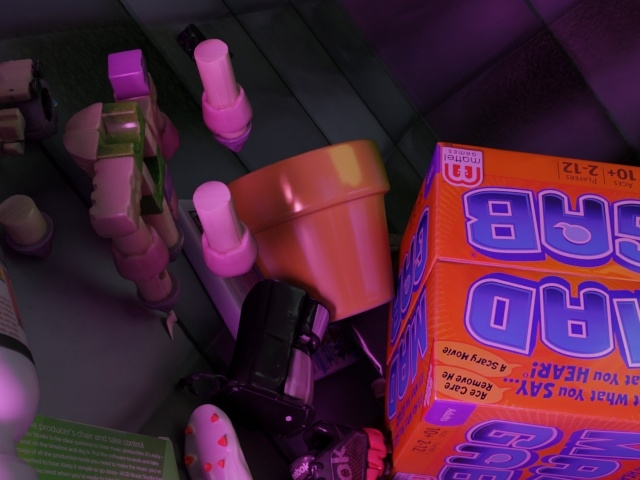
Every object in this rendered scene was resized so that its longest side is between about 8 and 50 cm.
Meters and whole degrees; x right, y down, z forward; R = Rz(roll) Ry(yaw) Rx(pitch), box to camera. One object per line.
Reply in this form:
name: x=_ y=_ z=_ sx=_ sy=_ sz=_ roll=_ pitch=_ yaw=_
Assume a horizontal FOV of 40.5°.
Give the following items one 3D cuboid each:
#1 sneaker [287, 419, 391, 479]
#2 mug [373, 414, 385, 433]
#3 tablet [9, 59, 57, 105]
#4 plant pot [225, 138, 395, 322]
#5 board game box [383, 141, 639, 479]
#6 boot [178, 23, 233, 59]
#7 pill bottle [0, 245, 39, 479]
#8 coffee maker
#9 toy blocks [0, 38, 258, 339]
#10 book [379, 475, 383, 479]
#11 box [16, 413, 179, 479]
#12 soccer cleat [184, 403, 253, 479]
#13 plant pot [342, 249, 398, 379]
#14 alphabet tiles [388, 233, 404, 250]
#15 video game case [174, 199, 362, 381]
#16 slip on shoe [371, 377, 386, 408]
sneaker: x=0.013 y=0.344 z=1.108 sx=0.135 sy=0.097 sz=0.276 roll=29 pitch=40 yaw=-18
mug: x=0.186 y=0.310 z=1.401 sx=0.113 sy=0.169 sz=0.150 roll=46 pitch=23 yaw=-22
tablet: x=-0.398 y=-0.206 z=1.178 sx=0.083 sy=0.006 sz=0.054 roll=46 pitch=24 yaw=-19
plant pot: x=0.000 y=0.000 z=1.308 sx=0.254 sy=0.254 sz=0.239 roll=-12 pitch=83 yaw=-66
board game box: x=0.293 y=0.128 z=1.193 sx=0.356 sy=0.356 sz=0.357 roll=101 pitch=-5 yaw=-60
boot: x=-0.230 y=-0.387 z=1.734 sx=0.099 sy=0.045 sz=0.121 roll=49 pitch=24 yaw=-8
pill bottle: x=-0.332 y=0.071 z=0.643 sx=0.210 sy=0.210 sz=0.363 roll=17 pitch=43 yaw=-57
coffee maker: x=-0.074 y=0.142 z=1.139 sx=0.171 sy=0.120 sz=0.178 roll=40 pitch=39 yaw=-29
toy blocks: x=-0.232 y=-0.058 z=1.094 sx=0.260 sy=0.308 sz=0.289 roll=80 pitch=4 yaw=-57
book: x=0.080 y=0.377 z=1.283 sx=0.096 sy=0.035 sz=0.144 roll=62 pitch=21 yaw=8
box: x=-0.200 y=0.315 z=0.768 sx=0.232 sy=0.058 sz=0.322 roll=28 pitch=35 yaw=-48
soccer cleat: x=-0.105 y=0.285 z=1.001 sx=0.196 sy=0.068 sz=0.076 roll=67 pitch=10 yaw=25
plant pot: x=0.129 y=0.114 z=1.491 sx=0.188 sy=0.167 sz=0.187 roll=56 pitch=3 yaw=10
alphabet tiles: x=0.066 y=0.003 z=1.584 sx=0.237 sy=0.198 sz=0.009 roll=-33 pitch=127 yaw=-74
video game case: x=-0.082 y=0.077 z=1.376 sx=0.329 sy=0.036 sz=0.300 roll=58 pitch=22 yaw=11
slip on shoe: x=0.142 y=0.288 z=1.501 sx=0.135 sy=0.051 sz=0.041 roll=41 pitch=20 yaw=-24
